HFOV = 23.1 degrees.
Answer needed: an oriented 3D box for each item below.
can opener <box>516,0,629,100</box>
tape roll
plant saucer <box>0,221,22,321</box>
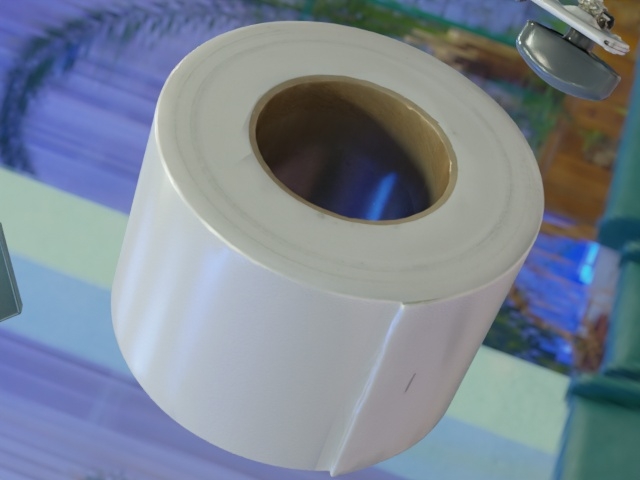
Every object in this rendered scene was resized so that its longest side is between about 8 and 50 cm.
[{"bbox_3d":[0.166,-0.236,1.447,0.093,0.280,0.074,-56,-19,17],"label":"can opener"},{"bbox_3d":[0.000,0.000,0.995,0.246,0.246,0.169,-68,-2,-47],"label":"tape roll"},{"bbox_3d":[-0.409,0.048,1.929,0.018,0.067,0.192,59,162,29],"label":"plant saucer"}]
